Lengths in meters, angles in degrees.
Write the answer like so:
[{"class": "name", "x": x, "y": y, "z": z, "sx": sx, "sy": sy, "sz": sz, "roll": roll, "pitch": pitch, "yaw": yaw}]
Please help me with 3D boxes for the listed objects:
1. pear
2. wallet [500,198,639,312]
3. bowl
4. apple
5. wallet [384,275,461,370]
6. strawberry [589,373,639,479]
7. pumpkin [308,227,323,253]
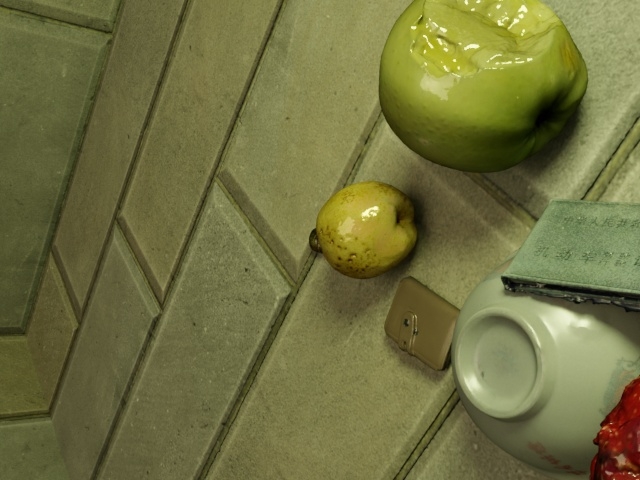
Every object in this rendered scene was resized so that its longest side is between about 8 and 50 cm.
[{"class": "pear", "x": 0.084, "y": -0.021, "z": 1.217, "sx": 0.178, "sy": 0.177, "sz": 0.178, "roll": -6, "pitch": 82, "yaw": 51}, {"class": "wallet", "x": 0.353, "y": 0.010, "z": 0.868, "sx": 0.222, "sy": 0.167, "sz": 0.036, "roll": 9, "pitch": 139, "yaw": 45}, {"class": "bowl", "x": 0.284, "y": 0.160, "z": 0.943, "sx": 0.345, "sy": 0.157, "sz": 0.346, "roll": -6, "pitch": 82, "yaw": 50}, {"class": "apple", "x": 0.216, "y": -0.224, "z": 0.983, "sx": 0.279, "sy": 0.279, "sz": 0.280, "roll": -6, "pitch": 82, "yaw": 51}, {"class": "wallet", "x": 0.171, "y": 0.139, "z": 1.180, "sx": 0.152, "sy": 0.038, "sz": 0.118, "roll": 33, "pitch": 110, "yaw": 46}, {"class": "strawberry", "x": 0.391, "y": 0.255, "z": 0.719, "sx": 0.220, "sy": 0.274, "sz": 0.274, "roll": -19, "pitch": 66, "yaw": 4}, {"class": "pumpkin", "x": -0.001, "y": 0.001, "z": 1.413, "sx": 0.083, "sy": 0.028, "sz": 0.050, "roll": 18, "pitch": 99, "yaw": 46}]
